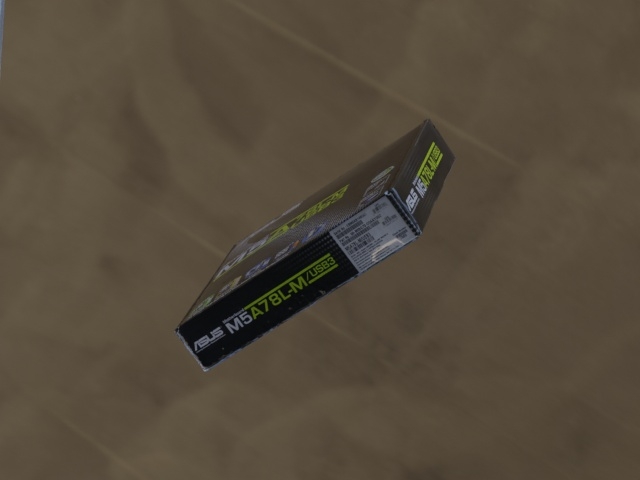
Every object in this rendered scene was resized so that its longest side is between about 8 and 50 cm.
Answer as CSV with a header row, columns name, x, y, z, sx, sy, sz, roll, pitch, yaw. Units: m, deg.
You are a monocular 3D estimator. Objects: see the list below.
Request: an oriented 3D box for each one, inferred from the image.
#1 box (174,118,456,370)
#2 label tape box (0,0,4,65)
name,x,y,z,sx,sy,sz,roll,pitch,yaw
box,0.000,0.000,1.305,0.191,0.184,0.045,-33,-78,21
label tape box,-0.292,-0.067,0.988,0.249,0.115,0.347,-5,-100,38
